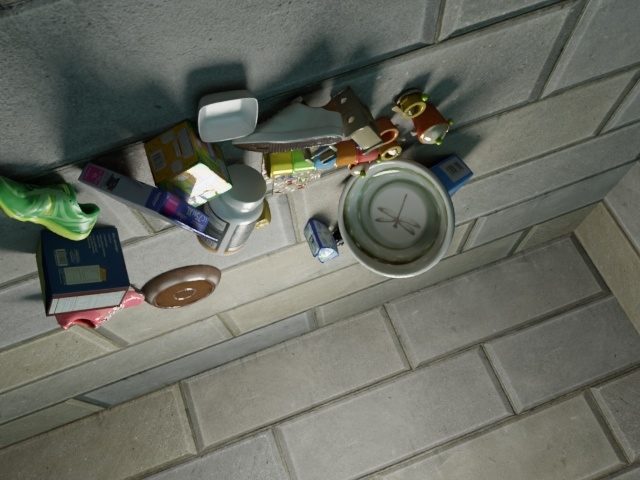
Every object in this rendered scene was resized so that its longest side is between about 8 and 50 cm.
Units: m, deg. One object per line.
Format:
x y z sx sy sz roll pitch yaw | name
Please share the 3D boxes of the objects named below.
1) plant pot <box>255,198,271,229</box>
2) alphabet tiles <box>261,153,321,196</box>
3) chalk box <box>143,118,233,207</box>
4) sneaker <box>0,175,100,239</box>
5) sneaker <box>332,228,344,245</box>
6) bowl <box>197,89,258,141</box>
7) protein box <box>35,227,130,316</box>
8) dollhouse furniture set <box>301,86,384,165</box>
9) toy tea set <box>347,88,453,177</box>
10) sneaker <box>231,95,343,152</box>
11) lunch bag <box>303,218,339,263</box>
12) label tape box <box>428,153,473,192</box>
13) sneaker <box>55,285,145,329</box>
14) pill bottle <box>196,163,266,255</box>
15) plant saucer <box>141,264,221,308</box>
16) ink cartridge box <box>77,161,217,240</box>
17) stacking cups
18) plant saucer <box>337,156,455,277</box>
-0.200 -0.084 1.729 0.082 0.083 0.081 -25 157 4 | plant pot
-0.084 -0.211 1.650 0.198 0.009 0.237 -16 156 -16 | alphabet tiles
-0.313 -0.177 1.363 0.132 0.132 0.213 -27 158 11 | chalk box
-0.656 -0.099 1.296 0.123 0.109 0.295 -49 151 3 | sneaker
0.087 -0.007 2.097 0.051 0.170 0.089 28 107 -22 | sneaker
-0.223 -0.299 1.278 0.142 0.053 0.142 -15 156 -18 | bowl
-0.667 0.084 1.526 0.201 0.199 0.136 -4 151 -37 | protein box
0.047 -0.288 1.451 0.184 0.128 0.129 -27 157 19 | dollhouse furniture set
0.230 -0.288 1.614 0.200 0.124 0.336 5 145 -47 | toy tea set
-0.086 -0.295 1.380 0.290 0.123 0.106 -5 173 12 | sneaker
0.000 0.000 2.032 0.096 0.128 0.151 -24 158 3 | lunch bag
0.365 -0.137 1.990 0.249 0.115 0.347 -32 168 -38 | label tape box
-0.755 0.240 1.870 0.314 0.136 0.116 -2 151 -40 | sneaker
-0.257 -0.086 1.571 0.162 0.162 0.278 -8 153 -30 | pill bottle
-0.525 0.188 2.078 0.311 0.050 0.310 -19 156 -9 | plant saucer
-0.402 -0.092 1.307 0.065 0.311 0.186 -64 155 -6 | ink cartridge box
0.002 -0.240 1.523 0.317 0.096 0.096 -10 154 -16 | stacking cups
0.255 -0.080 1.808 0.400 0.400 0.100 -36 176 30 | plant saucer
